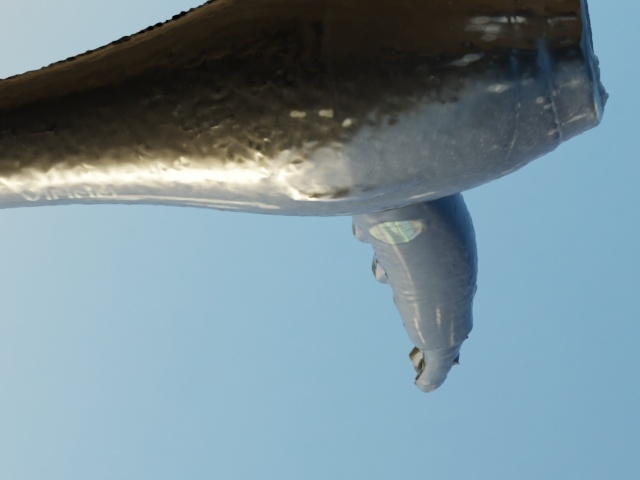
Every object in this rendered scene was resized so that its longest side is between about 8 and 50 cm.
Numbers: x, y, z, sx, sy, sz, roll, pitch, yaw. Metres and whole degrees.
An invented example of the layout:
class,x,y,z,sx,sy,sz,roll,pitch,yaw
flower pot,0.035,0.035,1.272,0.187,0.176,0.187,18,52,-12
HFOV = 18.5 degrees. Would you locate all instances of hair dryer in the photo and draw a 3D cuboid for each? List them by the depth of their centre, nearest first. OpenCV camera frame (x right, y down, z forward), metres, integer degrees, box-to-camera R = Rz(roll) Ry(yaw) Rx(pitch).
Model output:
class,x,y,z,sx,sy,sz,roll,pitch,yaw
hair dryer,0.000,0.000,0.612,0.195,0.219,0.075,-9,-123,11
